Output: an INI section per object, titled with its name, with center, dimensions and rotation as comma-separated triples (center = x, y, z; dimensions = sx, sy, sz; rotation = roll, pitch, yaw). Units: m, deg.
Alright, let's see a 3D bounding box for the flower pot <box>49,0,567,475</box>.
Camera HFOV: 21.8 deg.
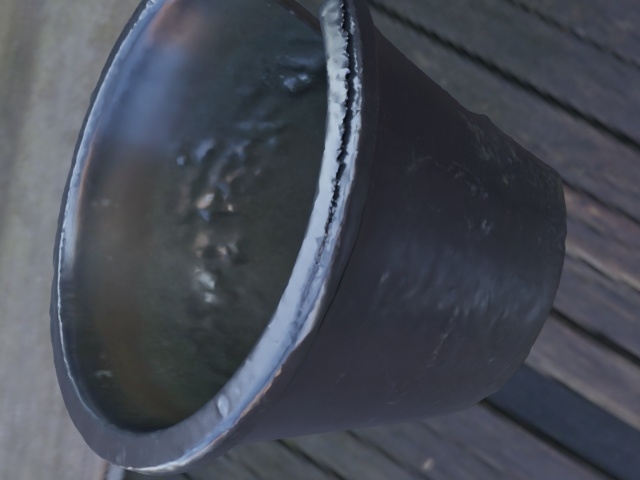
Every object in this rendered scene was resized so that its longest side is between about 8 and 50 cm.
[flower pot]
center = 0.000, 0.000, 1.140
dimensions = 0.251, 0.379, 0.379
rotation = 17, 144, -34
